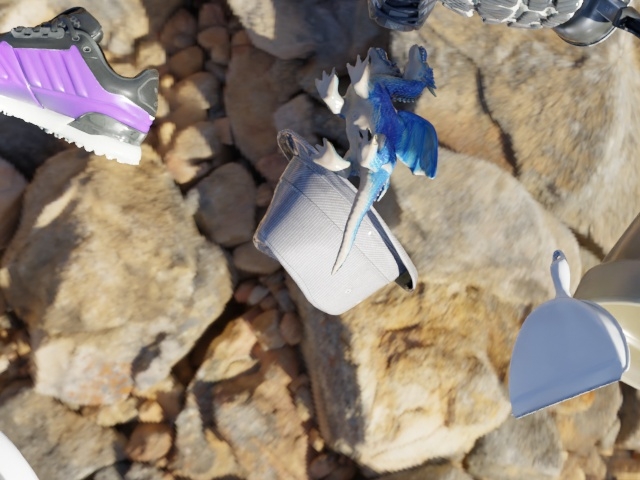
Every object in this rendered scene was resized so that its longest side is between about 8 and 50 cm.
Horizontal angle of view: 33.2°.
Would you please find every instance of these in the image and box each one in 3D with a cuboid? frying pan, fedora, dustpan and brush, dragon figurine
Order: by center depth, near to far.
[{"bbox_3d":[0.068,-0.098,1.121,0.085,0.144,0.289,-21,61,38],"label":"dragon figurine"},{"bbox_3d":[0.276,0.092,1.224,0.147,0.060,0.211,-28,51,33],"label":"dustpan and brush"},{"bbox_3d":[0.000,0.000,1.309,0.124,0.275,0.244,-44,70,-3],"label":"fedora"},{"bbox_3d":[0.369,-0.305,1.438,0.197,0.053,0.326,-48,50,55],"label":"frying pan"}]

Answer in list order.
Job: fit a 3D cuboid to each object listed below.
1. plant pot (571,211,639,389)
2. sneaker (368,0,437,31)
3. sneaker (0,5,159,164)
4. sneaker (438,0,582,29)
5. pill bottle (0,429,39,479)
[{"bbox_3d":[0.505,0.039,1.356,0.323,0.323,0.280,22,70,11],"label":"plant pot"},{"bbox_3d":[0.106,-0.298,1.236,0.111,0.300,0.121,14,107,3],"label":"sneaker"},{"bbox_3d":[-0.318,-0.208,1.226,0.293,0.102,0.146,24,98,-12],"label":"sneaker"},{"bbox_3d":[0.133,-0.226,0.685,0.107,0.275,0.110,15,70,7],"label":"sneaker"},{"bbox_3d":[-0.247,0.178,0.537,0.119,0.208,0.119,26,138,26],"label":"pill bottle"}]
